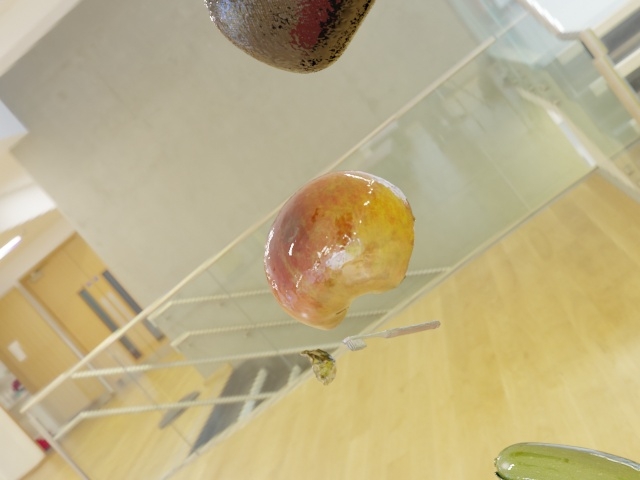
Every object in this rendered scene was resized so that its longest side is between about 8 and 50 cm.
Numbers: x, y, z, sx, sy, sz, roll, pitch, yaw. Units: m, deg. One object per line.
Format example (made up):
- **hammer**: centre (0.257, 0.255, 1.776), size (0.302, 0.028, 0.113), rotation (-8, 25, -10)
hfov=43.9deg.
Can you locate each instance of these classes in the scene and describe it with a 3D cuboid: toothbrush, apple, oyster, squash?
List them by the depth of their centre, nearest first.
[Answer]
- **squash**: centre (0.400, 0.348, 1.142), size (0.341, 0.094, 0.094), rotation (-3, 34, 50)
- **oyster**: centre (0.002, 0.181, 1.153), size (0.034, 0.051, 0.093), rotation (-59, 37, 13)
- **apple**: centre (0.000, 0.000, 1.341), size (0.293, 0.163, 0.251), rotation (-37, 48, 32)
- **toothbrush**: centre (0.167, 0.207, 1.745), size (0.354, 0.029, 0.024), rotation (-2, -41, -50)

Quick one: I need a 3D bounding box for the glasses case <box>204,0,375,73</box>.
- **glasses case**: centre (0.014, -0.205, 0.444), size (0.266, 0.103, 0.067), rotation (-52, 12, 46)
